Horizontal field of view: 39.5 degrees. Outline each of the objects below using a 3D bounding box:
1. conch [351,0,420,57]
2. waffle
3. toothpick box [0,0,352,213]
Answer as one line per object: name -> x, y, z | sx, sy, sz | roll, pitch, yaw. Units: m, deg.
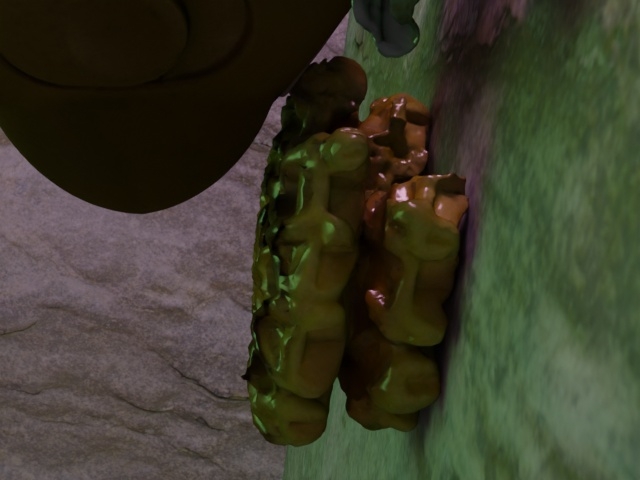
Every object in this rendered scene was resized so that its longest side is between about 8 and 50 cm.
conch -> 0.069, -0.194, 0.447 | 0.172, 0.131, 0.199 | 130, 130, -69
waffle -> 0.019, 0.004, 0.715 | 0.324, 0.151, 0.261 | -86, 8, -66
toothpick box -> -0.140, -0.281, 0.646 | 0.408, 0.409, 0.425 | 102, 164, -53
